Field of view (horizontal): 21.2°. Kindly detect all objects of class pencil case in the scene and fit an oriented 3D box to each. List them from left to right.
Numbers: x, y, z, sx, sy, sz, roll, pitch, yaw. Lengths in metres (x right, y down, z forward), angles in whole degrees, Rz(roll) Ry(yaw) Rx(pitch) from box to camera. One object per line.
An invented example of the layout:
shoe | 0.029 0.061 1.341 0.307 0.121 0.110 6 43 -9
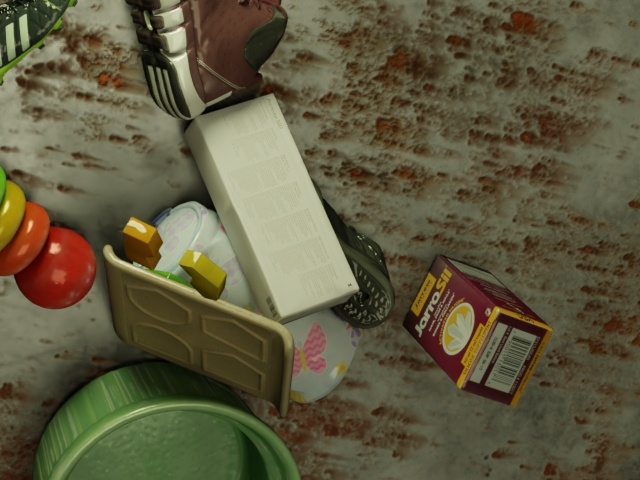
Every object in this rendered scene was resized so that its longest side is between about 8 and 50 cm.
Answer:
pencil case | -0.083 0.074 1.930 0.273 0.113 0.124 37 108 -27

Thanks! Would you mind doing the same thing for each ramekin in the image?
ramekin | -0.184 0.287 1.950 0.303 0.148 0.303 -7 113 -17

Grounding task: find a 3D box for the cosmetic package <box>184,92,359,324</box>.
cosmetic package | -0.054 -0.032 1.853 0.099 0.060 0.239 -19 79 -22

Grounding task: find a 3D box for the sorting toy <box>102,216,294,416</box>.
sorting toy | -0.125 0.073 1.796 0.229 0.307 0.041 25 65 9

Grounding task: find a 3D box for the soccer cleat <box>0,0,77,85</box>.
soccer cleat | -0.322 -0.220 1.763 0.179 0.060 0.072 -44 116 4

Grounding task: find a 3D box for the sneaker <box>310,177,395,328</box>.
sneaker | 0.000 0.000 1.956 0.087 0.130 0.227 -43 90 5

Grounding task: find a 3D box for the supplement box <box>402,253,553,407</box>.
supplement box | 0.180 0.102 1.992 0.081 0.188 0.104 21 102 -24

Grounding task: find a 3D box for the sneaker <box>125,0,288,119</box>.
sneaker | -0.121 -0.280 1.803 0.162 0.106 0.281 -22 118 -27

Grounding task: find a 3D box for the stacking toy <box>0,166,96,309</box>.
stacking toy | -0.368 -0.036 1.790 0.141 0.141 0.330 -48 125 2
